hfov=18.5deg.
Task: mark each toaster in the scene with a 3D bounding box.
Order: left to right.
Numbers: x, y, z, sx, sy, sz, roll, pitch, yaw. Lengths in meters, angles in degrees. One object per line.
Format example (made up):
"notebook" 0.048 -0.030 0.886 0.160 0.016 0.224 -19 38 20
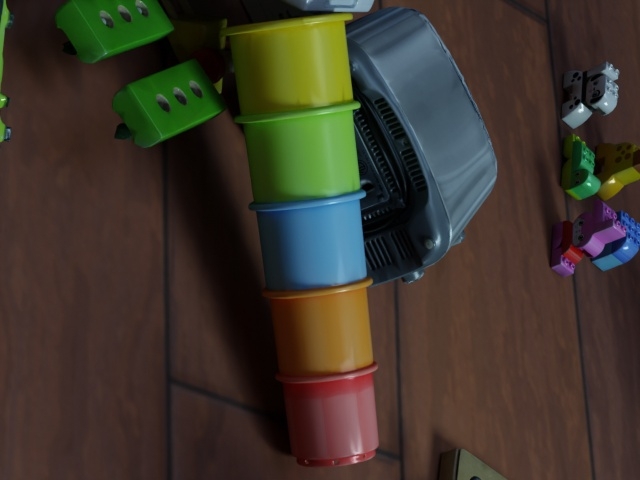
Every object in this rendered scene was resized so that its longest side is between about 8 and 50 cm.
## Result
"toaster" 0.040 -0.085 1.509 0.227 0.129 0.146 63 34 -8

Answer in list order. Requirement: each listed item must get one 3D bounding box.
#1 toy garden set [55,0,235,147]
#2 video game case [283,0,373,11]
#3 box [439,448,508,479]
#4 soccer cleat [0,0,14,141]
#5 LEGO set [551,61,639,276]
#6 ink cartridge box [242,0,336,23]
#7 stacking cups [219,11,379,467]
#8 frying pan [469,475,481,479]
"toy garden set" -0.152 -0.182 1.385 0.244 0.049 0.204 57 26 -1
"video game case" -0.050 -0.208 1.428 0.157 0.019 0.143 30 15 15
"box" 0.143 0.284 1.524 0.164 0.021 0.201 38 45 -32
"soccer cleat" -0.236 -0.128 1.258 0.072 0.060 0.179 9 58 -24
"LEGO set" 0.280 -0.063 1.812 0.087 0.093 0.227 35 47 -34
"ink cartridge box" 0.011 -0.206 1.541 0.088 0.122 0.052 -33 94 -53
"stacking cups" 0.000 0.000 1.386 0.096 0.096 0.316 -15 97 -52
"frying pan" 0.156 0.359 1.451 0.197 0.053 0.326 35 58 -36
